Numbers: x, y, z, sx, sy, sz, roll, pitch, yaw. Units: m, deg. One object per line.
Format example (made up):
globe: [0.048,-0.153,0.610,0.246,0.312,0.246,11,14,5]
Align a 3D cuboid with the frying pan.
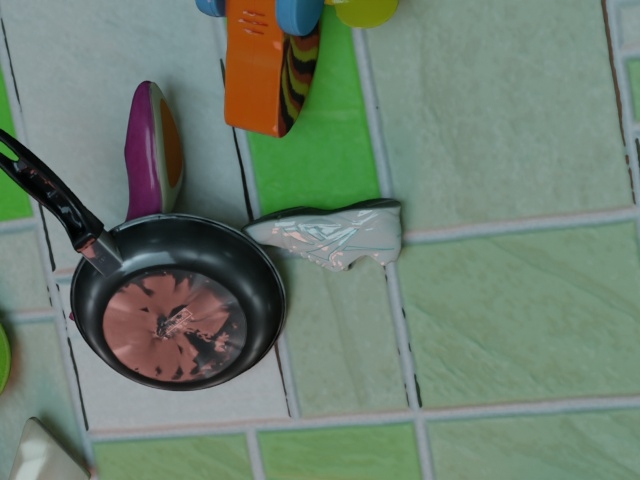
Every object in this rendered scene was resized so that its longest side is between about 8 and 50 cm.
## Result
frying pan: [-0.151,0.014,1.457,0.197,0.053,0.326,-16,123,11]

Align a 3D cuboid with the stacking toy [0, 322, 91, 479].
stacking toy: [-0.398,0.206,1.668,0.279,0.130,0.309,-33,92,-1]

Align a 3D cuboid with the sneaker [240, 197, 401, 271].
sneaker: [0.000,0.000,1.461,0.152,0.053,0.061,-3,104,22]

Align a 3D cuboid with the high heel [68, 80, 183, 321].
high heel: [-0.185,-0.028,1.513,0.117,0.082,0.244,2,117,11]

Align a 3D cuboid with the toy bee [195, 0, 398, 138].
toy bee: [-0.021,-0.240,1.377,0.195,0.162,0.298,31,137,4]
